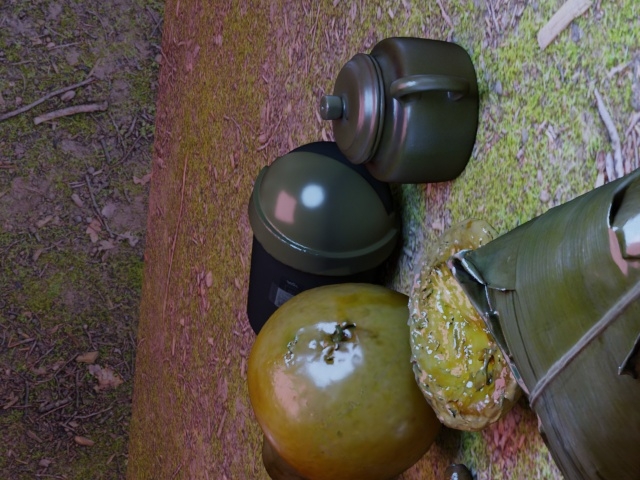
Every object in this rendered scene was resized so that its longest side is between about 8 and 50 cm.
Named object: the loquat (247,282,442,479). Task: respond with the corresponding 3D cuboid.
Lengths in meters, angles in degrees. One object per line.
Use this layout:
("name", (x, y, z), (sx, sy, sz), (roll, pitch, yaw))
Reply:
("loquat", (0.035, 0.180, 1.634), (0.263, 0.263, 0.263), (-179, 90, -72))

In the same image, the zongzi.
("zongzi", (0.309, 0.107, 1.006), (0.447, 0.181, 0.418), (-35, 72, 64))

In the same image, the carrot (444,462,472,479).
("carrot", (0.177, 0.347, 1.564), (0.035, 0.036, 0.165), (126, 139, -60))

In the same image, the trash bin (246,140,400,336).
("trash bin", (0.000, 0.000, 1.846), (0.333, 0.214, 0.214), (99, 162, -47))

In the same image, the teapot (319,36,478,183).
("teapot", (0.090, -0.165, 1.628), (0.268, 0.175, 0.185), (154, 113, -70))

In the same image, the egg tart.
("egg tart", (0.183, 0.095, 1.467), (0.252, 0.098, 0.231), (-116, 38, -47))

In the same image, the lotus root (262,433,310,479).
("lotus root", (-0.008, 0.288, 1.908), (0.310, 0.183, 0.182), (129, 139, -61))
